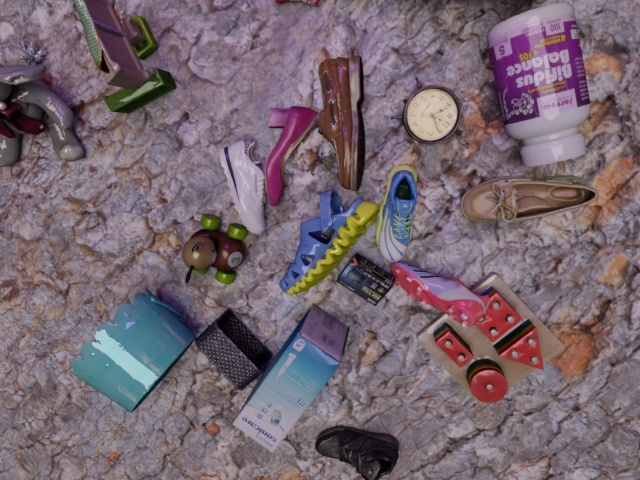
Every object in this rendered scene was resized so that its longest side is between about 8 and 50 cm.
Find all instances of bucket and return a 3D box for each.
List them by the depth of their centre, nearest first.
[{"bbox_3d":[-0.464,0.282,1.199,0.183,0.281,0.281,41,104,-2],"label":"bucket"}]

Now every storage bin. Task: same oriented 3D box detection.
[{"bbox_3d":[-0.225,0.284,1.235,0.084,0.122,0.180,-42,93,13],"label":"storage bin"}]

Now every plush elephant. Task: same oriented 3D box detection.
[{"bbox_3d":[-0.762,-0.333,1.121,0.271,0.255,0.330,5,102,7],"label":"plush elephant"}]

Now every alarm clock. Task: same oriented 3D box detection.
[{"bbox_3d":[0.270,-0.277,1.080,0.192,0.064,0.129,34,104,3],"label":"alarm clock"}]

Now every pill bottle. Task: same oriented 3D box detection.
[{"bbox_3d":[0.465,-0.317,0.990,0.169,0.169,0.302,-14,98,11],"label":"pill bottle"}]

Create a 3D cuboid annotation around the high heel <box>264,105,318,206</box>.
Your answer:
[{"bbox_3d":[-0.071,-0.202,1.145,0.117,0.082,0.244,4,96,2],"label":"high heel"}]

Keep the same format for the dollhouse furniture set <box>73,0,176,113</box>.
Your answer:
[{"bbox_3d":[-0.478,-0.411,1.040,0.151,0.301,0.198,-23,100,9],"label":"dollhouse furniture set"}]

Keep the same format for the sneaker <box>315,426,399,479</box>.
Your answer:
[{"bbox_3d":[0.092,0.567,1.243,0.227,0.130,0.087,6,100,9],"label":"sneaker"}]

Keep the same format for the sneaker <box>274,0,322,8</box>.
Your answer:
[{"bbox_3d":[-0.045,-0.559,1.081,0.118,0.042,0.067,-22,94,10],"label":"sneaker"}]

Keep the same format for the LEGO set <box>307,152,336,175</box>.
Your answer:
[{"bbox_3d":[0.009,-0.191,1.161,0.083,0.023,0.054,-6,98,23],"label":"LEGO set"}]

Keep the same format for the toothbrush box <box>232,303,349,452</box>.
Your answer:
[{"bbox_3d":[-0.066,0.334,1.174,0.126,0.216,0.295,36,103,0],"label":"toothbrush box"}]

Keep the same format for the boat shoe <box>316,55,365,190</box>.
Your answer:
[{"bbox_3d":[0.048,-0.268,1.101,0.104,0.111,0.307,0,91,12],"label":"boat shoe"}]

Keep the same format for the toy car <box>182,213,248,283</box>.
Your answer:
[{"bbox_3d":[-0.278,0.036,1.158,0.149,0.188,0.155,19,103,4],"label":"toy car"}]

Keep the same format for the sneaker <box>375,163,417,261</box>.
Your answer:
[{"bbox_3d":[0.177,-0.058,1.105,0.091,0.126,0.240,5,101,8],"label":"sneaker"}]

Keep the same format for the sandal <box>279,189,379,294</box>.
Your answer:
[{"bbox_3d":[0.000,0.000,1.156,0.138,0.126,0.317,42,100,13],"label":"sandal"}]

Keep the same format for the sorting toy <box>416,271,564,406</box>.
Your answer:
[{"bbox_3d":[0.419,0.260,1.153,0.257,0.089,0.255,-44,93,13],"label":"sorting toy"}]

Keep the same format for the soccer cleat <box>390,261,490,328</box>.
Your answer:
[{"bbox_3d":[0.281,0.114,1.126,0.248,0.095,0.083,33,149,36],"label":"soccer cleat"}]

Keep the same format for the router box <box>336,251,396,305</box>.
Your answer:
[{"bbox_3d":[0.113,0.098,1.172,0.122,0.038,0.092,32,135,2],"label":"router box"}]

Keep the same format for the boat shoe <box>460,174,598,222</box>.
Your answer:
[{"bbox_3d":[0.469,-0.099,1.073,0.285,0.089,0.105,-10,100,10],"label":"boat shoe"}]

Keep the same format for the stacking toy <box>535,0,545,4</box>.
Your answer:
[{"bbox_3d":[0.217,-0.615,0.933,0.479,0.350,0.351,-2,101,24],"label":"stacking toy"}]

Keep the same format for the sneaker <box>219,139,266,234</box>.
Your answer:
[{"bbox_3d":[-0.172,-0.131,1.167,0.094,0.090,0.235,-17,100,2],"label":"sneaker"}]
